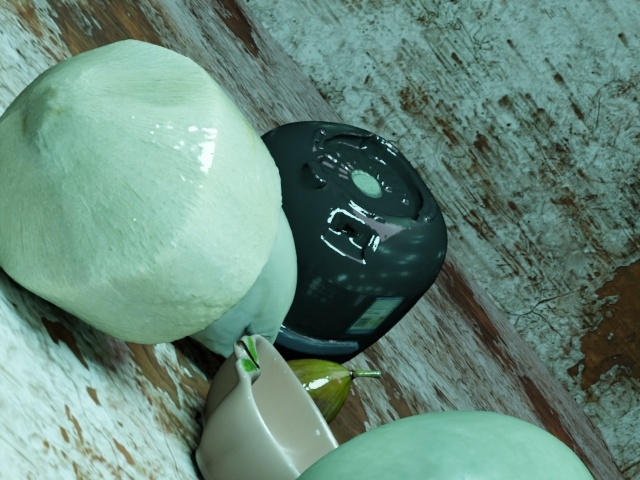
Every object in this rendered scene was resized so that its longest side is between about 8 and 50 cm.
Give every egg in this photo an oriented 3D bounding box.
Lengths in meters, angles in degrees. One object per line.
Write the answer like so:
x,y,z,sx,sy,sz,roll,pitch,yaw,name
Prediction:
0.090,0.275,1.413,0.352,0.258,0.258,-25,78,-38,egg

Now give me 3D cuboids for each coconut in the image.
-0.166,-0.047,1.441,0.266,0.237,0.237,38,21,-54,coconut

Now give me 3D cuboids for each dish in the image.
-0.056,0.193,1.583,0.213,0.090,0.213,55,11,-16,dish

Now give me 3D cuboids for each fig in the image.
0.002,0.158,1.838,0.089,0.125,0.089,57,10,-16,fig

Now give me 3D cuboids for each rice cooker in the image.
0.000,0.000,1.904,0.267,0.224,0.267,26,36,-20,rice cooker

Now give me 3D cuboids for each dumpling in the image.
-0.123,0.017,1.737,0.175,0.243,0.227,7,12,-21,dumpling
